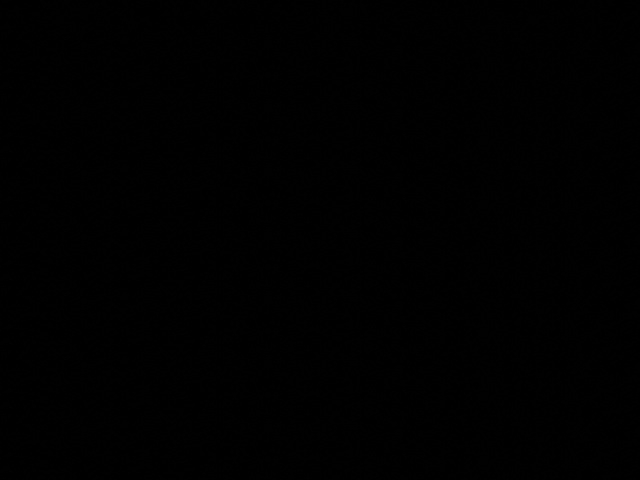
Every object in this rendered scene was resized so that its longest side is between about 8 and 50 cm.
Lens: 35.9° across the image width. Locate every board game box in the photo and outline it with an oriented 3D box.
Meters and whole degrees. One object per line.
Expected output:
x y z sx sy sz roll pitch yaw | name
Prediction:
0.000 0.000 0.144 0.356 0.356 0.356 -27 55 10 | board game box
